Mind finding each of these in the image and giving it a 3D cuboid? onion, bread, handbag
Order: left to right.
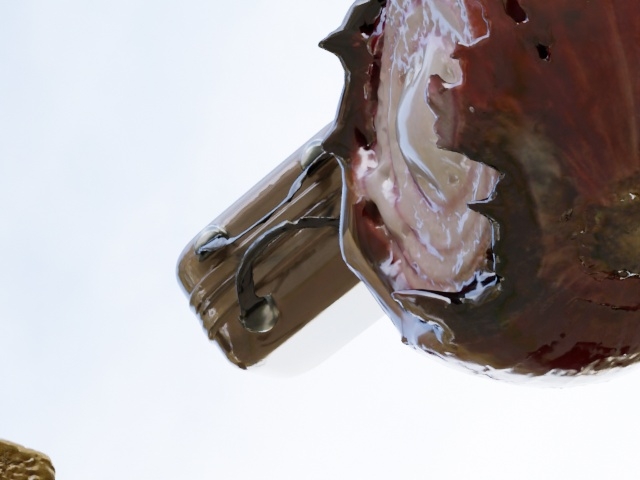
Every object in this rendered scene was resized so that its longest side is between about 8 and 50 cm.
[{"bbox_3d":[-0.339,0.261,1.959,0.140,0.069,0.128,17,-138,-24],"label":"bread"},{"bbox_3d":[0.000,0.000,1.870,0.302,0.149,0.283,-38,-16,17],"label":"handbag"},{"bbox_3d":[0.170,-0.073,1.240,0.341,0.341,0.341,-24,-60,-50],"label":"onion"}]
